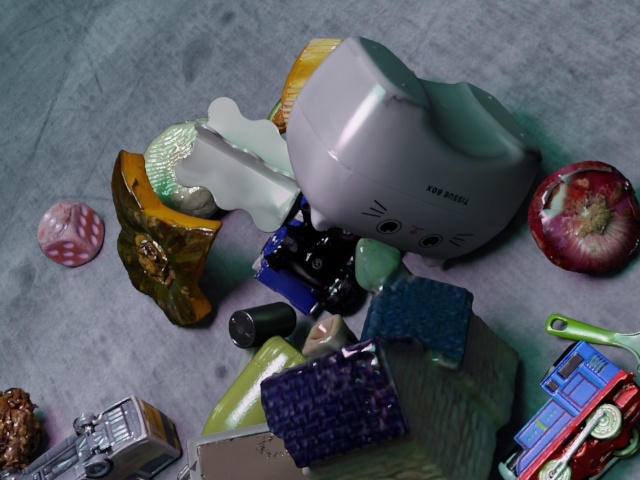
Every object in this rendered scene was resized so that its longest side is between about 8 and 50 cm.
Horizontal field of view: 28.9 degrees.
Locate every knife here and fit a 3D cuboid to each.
[{"bbox_3d":[0.359,0.123,1.572,0.166,0.022,0.078,8,60,42],"label":"knife"}]

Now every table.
[{"bbox_3d":[-0.120,-0.122,1.995,0.167,0.198,0.166,-61,3,4],"label":"table"}]

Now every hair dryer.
[{"bbox_3d":[-0.105,0.186,1.868,0.057,0.100,0.198,34,116,33],"label":"hair dryer"}]

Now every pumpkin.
[{"bbox_3d":[-0.259,0.017,2.045,0.095,0.290,0.258,-28,55,-27],"label":"pumpkin"}]

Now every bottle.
[{"bbox_3d":[-0.104,0.267,1.797,0.260,0.112,0.112,-52,42,-2],"label":"bottle"}]

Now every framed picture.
[{"bbox_3d":[-0.038,0.333,1.673,0.273,0.016,0.216,-10,49,-2],"label":"framed picture"}]

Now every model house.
[{"bbox_3d":[0.077,0.170,1.549,0.243,0.284,0.298,-18,36,29],"label":"model house"}]

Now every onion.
[{"bbox_3d":[0.347,-0.032,1.645,0.150,0.150,0.140,-46,3,4],"label":"onion"}]

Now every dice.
[{"bbox_3d":[-0.468,-0.013,2.319,0.091,0.094,0.093,-21,51,27],"label":"dice"}]

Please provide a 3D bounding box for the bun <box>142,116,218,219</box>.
[{"bbox_3d":[-0.216,-0.119,2.162,0.195,0.118,0.195,-13,57,21],"label":"bun"}]

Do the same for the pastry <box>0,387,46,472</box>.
[{"bbox_3d":[-0.595,0.341,2.067,0.275,0.193,0.275,-39,9,8],"label":"pastry"}]

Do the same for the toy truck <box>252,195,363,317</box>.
[{"bbox_3d":[0.000,0.000,1.894,0.213,0.161,0.177,-52,18,-1],"label":"toy truck"}]

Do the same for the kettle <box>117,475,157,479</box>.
[{"bbox_3d":[-0.256,0.462,1.775,0.202,0.144,0.232,22,73,26],"label":"kettle"}]

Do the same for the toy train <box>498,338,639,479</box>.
[{"bbox_3d":[0.302,0.233,1.499,0.204,0.083,0.131,-47,42,0],"label":"toy train"}]

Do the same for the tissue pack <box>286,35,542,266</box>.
[{"bbox_3d":[0.117,-0.113,1.723,0.236,0.333,0.229,-55,38,23],"label":"tissue pack"}]

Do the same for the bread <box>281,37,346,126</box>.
[{"bbox_3d":[0.011,-0.243,2.050,0.114,0.132,0.190,4,60,41],"label":"bread"}]

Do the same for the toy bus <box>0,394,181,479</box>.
[{"bbox_3d":[-0.386,0.374,1.938,0.342,0.138,0.097,-37,50,12],"label":"toy bus"}]

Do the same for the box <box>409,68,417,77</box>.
[{"bbox_3d":[0.127,-0.195,1.941,0.111,0.111,0.177,-40,43,11],"label":"box"}]

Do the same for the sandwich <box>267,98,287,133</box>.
[{"bbox_3d":[-0.051,-0.225,2.170,0.069,0.026,0.101,32,87,43],"label":"sandwich"}]
